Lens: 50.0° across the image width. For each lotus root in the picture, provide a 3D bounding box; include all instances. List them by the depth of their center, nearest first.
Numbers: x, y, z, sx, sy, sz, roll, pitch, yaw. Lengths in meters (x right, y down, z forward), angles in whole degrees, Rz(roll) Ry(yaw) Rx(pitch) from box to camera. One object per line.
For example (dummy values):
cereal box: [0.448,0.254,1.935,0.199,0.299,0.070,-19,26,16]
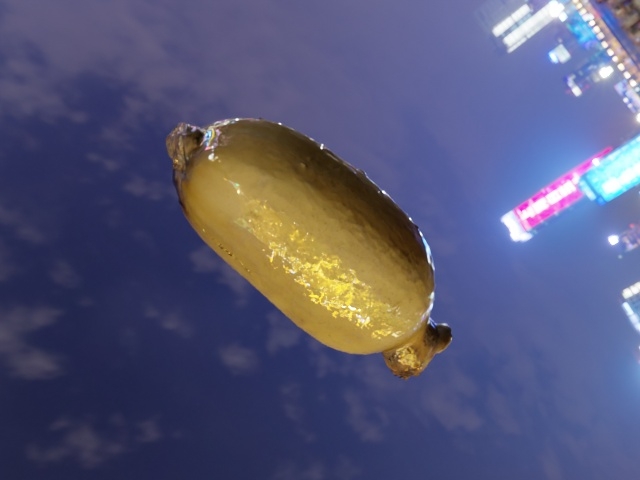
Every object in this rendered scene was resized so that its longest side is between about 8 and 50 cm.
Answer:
lotus root: [0.002,-0.002,0.582,0.303,0.131,0.146,42,-159,-13]
